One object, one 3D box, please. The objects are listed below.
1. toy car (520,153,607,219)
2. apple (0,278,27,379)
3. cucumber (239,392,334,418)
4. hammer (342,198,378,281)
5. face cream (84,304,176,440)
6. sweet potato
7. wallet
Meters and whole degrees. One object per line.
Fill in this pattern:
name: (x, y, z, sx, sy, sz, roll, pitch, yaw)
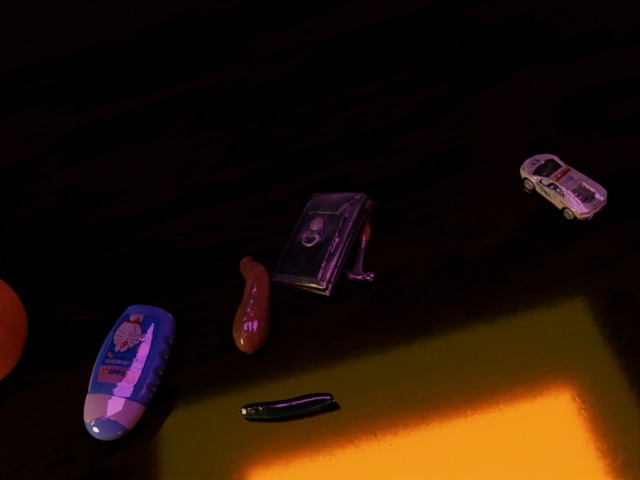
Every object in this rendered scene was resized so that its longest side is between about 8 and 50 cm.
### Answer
toy car: (0.483, -0.115, 1.188, 0.093, 0.058, 0.186, -37, 55, -8)
apple: (-0.778, 0.185, 1.221, 0.299, 0.275, 0.298, -16, 52, 21)
cucumber: (-0.062, 0.303, 1.073, 0.185, 0.033, 0.036, -10, 80, 9)
hammer: (0.088, -0.003, 1.245, 0.078, 0.021, 0.200, 2, 57, 17)
face cream: (-0.381, 0.259, 1.161, 0.149, 0.083, 0.263, 1, 57, 20)
sweet potato: (-0.137, 0.118, 1.198, 0.081, 0.062, 0.232, -22, 49, 24)
wallet: (-0.001, -0.001, 1.241, 0.160, 0.055, 0.236, 6, 57, 39)
